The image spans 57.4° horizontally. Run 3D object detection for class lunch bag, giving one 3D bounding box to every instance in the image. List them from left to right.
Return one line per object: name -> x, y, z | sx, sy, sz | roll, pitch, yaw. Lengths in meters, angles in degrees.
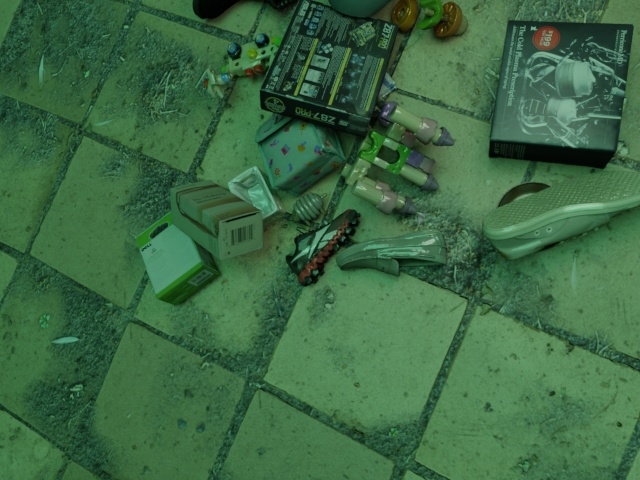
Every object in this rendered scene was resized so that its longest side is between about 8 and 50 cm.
lunch bag -> -0.073, -0.306, 1.777 | 0.223, 0.160, 0.262 | -33, 65, 28

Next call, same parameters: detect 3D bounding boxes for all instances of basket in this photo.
basket -> -0.195, -0.128, 1.824 | 0.113, 0.103, 0.167 | -30, 74, 11

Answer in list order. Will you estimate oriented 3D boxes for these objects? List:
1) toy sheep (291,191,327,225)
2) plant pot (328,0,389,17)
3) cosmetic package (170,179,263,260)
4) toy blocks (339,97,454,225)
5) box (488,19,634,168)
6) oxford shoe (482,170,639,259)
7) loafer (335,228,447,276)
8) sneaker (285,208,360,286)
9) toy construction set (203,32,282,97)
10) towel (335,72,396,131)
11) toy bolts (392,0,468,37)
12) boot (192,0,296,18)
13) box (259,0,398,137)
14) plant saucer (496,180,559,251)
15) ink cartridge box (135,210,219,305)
toy sheep -> -0.033, -0.101, 1.783 | 0.132, 0.091, 0.091 | -37, 73, 4
plant pot -> 0.114, -0.773, 1.708 | 0.290, 0.290, 0.195 | 31, 132, 18
cosmetic package -> -0.315, -0.068, 1.752 | 0.296, 0.153, 0.129 | 29, 127, 42
toy blocks -> 0.239, -0.225, 1.679 | 0.260, 0.309, 0.288 | 24, 102, -14
box -> 0.638, -0.393, 1.579 | 0.313, 0.179, 0.343 | 8, 85, 16
oxford shoe -> 0.647, -0.065, 1.524 | 0.449, 0.169, 0.130 | -19, 118, 5
loafer -> 0.202, 0.050, 1.676 | 0.319, 0.112, 0.111 | -12, 70, 14
sneaker -> 0.000, 0.000, 1.749 | 0.135, 0.097, 0.276 | 41, 96, 16
toy construction set -> -0.209, -0.547, 1.872 | 0.328, 0.151, 0.215 | -9, 74, 3
towel -> 0.069, -0.472, 1.835 | 0.285, 0.034, 0.209 | -36, 73, 9
toy bolts -> 0.348, -0.722, 1.765 | 0.218, 0.158, 0.228 | 17, 98, 58
boot -> -0.234, -0.819, 1.925 | 0.348, 0.131, 0.260 | -46, 72, 5
box -> 0.033, -0.513, 1.706 | 0.318, 0.097, 0.395 | 15, 62, 4
plant saucer -> 0.587, -0.063, 1.619 | 0.199, 0.036, 0.198 | -3, 80, 16
ink cartridge box -> -0.465, 0.048, 1.885 | 0.189, 0.097, 0.255 | -35, 59, 9
